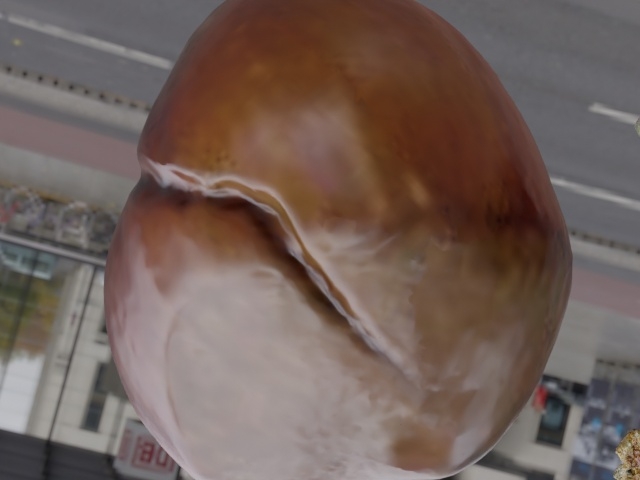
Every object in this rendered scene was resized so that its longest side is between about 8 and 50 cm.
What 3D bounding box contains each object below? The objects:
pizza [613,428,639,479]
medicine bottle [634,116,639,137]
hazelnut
[{"bbox_3d":[0.310,0.223,1.239,0.037,0.083,0.016,-1,-158,-5],"label":"pizza"},{"bbox_3d":[0.392,0.036,0.763,0.406,0.235,0.235,50,-174,18],"label":"medicine bottle"},{"bbox_3d":[0.000,0.000,0.862,0.315,0.373,0.372,11,178,-39],"label":"hazelnut"}]
